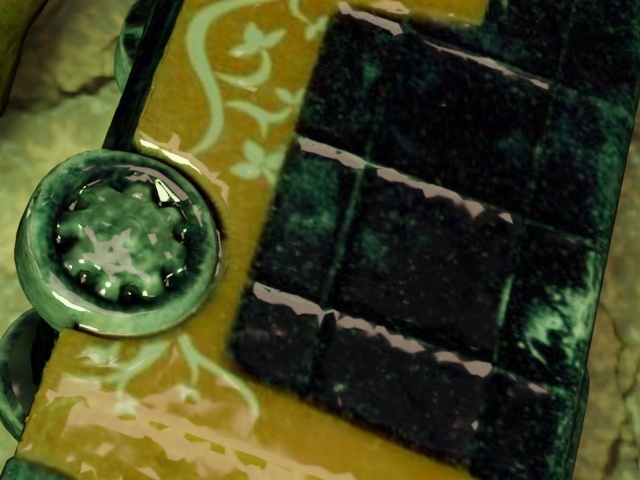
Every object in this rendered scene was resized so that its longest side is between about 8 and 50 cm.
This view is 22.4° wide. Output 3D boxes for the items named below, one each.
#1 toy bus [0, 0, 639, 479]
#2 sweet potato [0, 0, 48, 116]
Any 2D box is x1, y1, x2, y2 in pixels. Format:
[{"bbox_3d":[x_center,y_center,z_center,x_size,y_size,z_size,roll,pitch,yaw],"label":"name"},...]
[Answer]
[{"bbox_3d":[0.000,0.000,0.573,0.194,0.162,0.323,19,62,-7],"label":"toy bus"},{"bbox_3d":[-0.149,-0.046,0.566,0.067,0.067,0.274,41,97,6],"label":"sweet potato"}]
